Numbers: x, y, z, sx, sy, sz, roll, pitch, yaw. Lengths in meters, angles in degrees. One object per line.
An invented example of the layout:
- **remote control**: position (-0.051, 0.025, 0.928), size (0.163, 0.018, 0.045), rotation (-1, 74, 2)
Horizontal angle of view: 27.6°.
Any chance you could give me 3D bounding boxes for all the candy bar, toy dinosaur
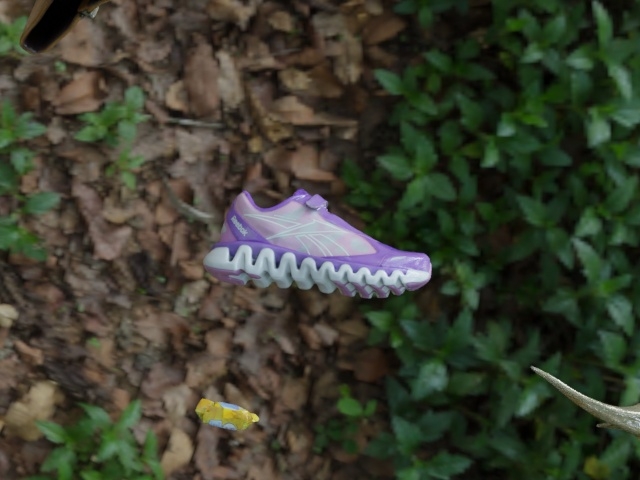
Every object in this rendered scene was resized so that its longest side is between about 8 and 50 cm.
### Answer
- **candy bar**: position (-0.070, 0.132, 0.981), size (0.040, 0.161, 0.018), rotation (13, 82, 2)
- **toy dinosaur**: position (0.204, 0.110, 0.777), size (0.183, 0.092, 0.053), rotation (16, 74, -48)

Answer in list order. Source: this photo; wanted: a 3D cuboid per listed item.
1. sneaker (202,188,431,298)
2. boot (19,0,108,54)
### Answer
- **sneaker**: position (0.000, 0.000, 1.352), size (0.236, 0.095, 0.105), rotation (7, 76, 5)
- **boot**: position (-0.169, -0.258, 1.045), size (0.096, 0.264, 0.281), rotation (34, 58, -33)
